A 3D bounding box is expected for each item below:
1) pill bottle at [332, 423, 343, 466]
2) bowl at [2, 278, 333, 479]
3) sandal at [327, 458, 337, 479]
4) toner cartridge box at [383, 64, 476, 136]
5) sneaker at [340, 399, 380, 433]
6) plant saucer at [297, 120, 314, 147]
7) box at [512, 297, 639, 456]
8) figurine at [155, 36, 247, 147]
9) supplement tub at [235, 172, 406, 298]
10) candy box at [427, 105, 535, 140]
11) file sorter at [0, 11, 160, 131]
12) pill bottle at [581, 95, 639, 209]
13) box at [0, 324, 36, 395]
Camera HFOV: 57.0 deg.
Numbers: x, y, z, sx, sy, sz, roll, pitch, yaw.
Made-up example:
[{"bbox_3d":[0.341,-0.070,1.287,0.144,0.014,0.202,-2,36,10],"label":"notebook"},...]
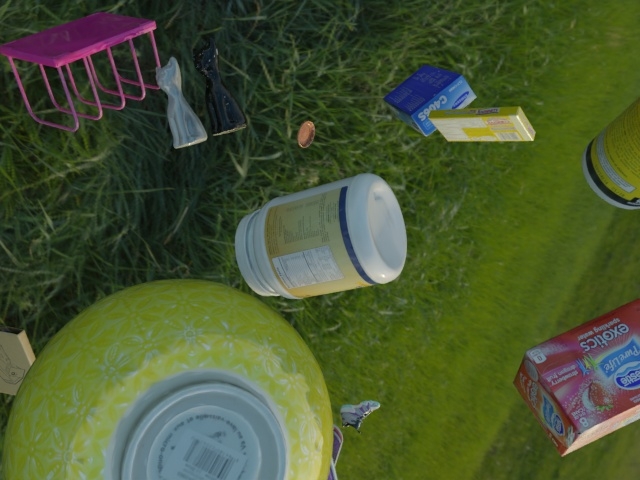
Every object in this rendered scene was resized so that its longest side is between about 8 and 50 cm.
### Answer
[{"bbox_3d":[-0.007,0.604,1.649,0.193,0.108,0.108,-53,143,-67],"label":"pill bottle"},{"bbox_3d":[-0.104,0.169,0.476,0.289,0.156,0.290,3,81,-21],"label":"bowl"},{"bbox_3d":[-0.027,0.554,1.274,0.169,0.102,0.417,-26,105,-4],"label":"sandal"},{"bbox_3d":[0.293,-0.399,1.649,0.165,0.348,0.075,-39,110,9],"label":"toner cartridge box"},{"bbox_3d":[0.094,0.411,1.366,0.038,0.098,0.069,48,31,-46],"label":"sneaker"},{"bbox_3d":[-0.048,-0.334,1.849,0.083,0.013,0.084,-36,137,-43],"label":"plant saucer"},{"bbox_3d":[0.422,0.182,0.835,0.256,0.128,0.123,-23,145,-7],"label":"box"},{"bbox_3d":[-0.293,-0.341,1.384,0.092,0.214,0.210,-30,107,-55],"label":"figurine"},{"bbox_3d":[0.000,0.000,1.253,0.228,0.316,0.229,31,52,-52],"label":"supplement tub"},{"bbox_3d":[0.345,-0.249,1.270,0.105,0.205,0.027,36,69,-46],"label":"candy box"},{"bbox_3d":[-0.552,-0.407,1.413,0.290,0.202,0.182,-44,141,-41],"label":"file sorter"},{"bbox_3d":[0.429,-0.132,0.721,0.119,0.208,0.119,3,67,-8],"label":"pill bottle"},{"bbox_3d":[-0.696,0.265,1.303,0.021,0.164,0.201,-61,153,-54],"label":"box"}]
